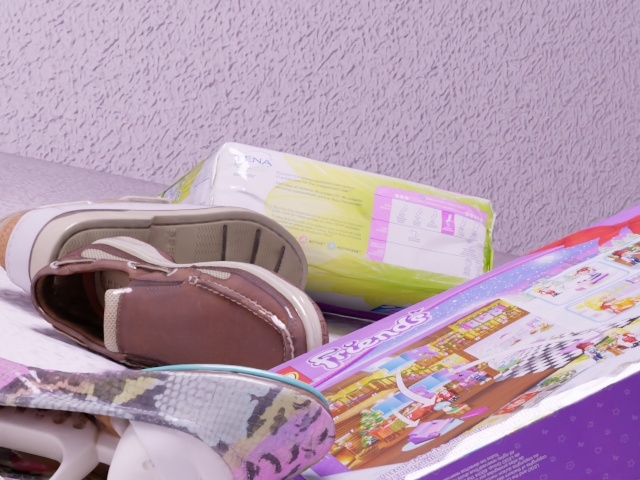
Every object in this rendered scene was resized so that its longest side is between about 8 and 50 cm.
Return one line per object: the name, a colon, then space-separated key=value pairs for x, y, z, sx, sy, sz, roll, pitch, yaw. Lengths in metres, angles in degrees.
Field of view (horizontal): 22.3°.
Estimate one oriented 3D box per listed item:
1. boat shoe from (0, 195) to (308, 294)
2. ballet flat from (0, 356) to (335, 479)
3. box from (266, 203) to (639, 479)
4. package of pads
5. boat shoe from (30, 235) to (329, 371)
boat shoe: x=-0.137 y=0.010 z=1.363 sx=0.103 sy=0.113 sz=0.302 roll=21 pitch=6 yaw=42
ballet flat: x=-0.106 y=0.096 z=0.743 sx=0.221 sy=0.077 sz=0.079 roll=6 pitch=39 yaw=13
box: x=0.111 y=0.070 z=0.839 sx=0.293 sy=0.057 sz=0.201 roll=-23 pitch=18 yaw=-16
package of pads: x=0.000 y=0.000 z=1.590 sx=0.296 sy=0.101 sz=0.229 roll=12 pitch=-15 yaw=-18
boat shoe: x=-0.108 y=0.059 z=1.117 sx=0.095 sy=0.095 sz=0.257 roll=-9 pitch=14 yaw=-42
